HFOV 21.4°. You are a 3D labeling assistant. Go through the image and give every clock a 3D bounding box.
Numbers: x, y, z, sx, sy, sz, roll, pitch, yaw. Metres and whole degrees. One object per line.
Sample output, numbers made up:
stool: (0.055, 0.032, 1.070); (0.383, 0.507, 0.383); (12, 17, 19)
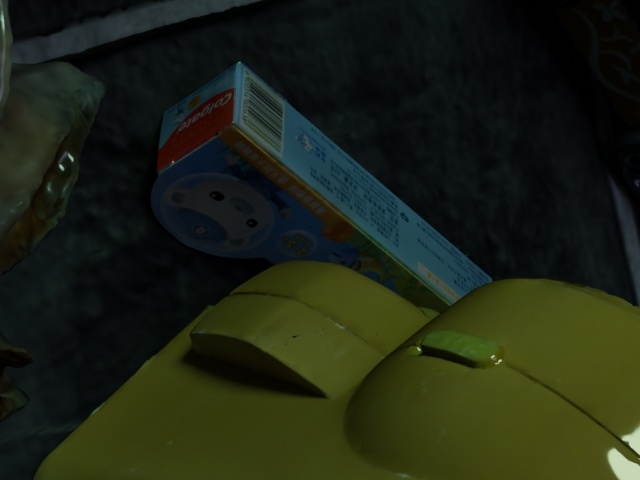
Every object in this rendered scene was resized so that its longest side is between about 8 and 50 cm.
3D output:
clock: (0.064, 0.140, 0.685); (0.200, 0.317, 0.244); (-42, 115, -26)

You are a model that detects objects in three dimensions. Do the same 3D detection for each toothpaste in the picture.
toothpaste: (0.000, 0.000, 0.811); (0.193, 0.070, 0.044); (39, 35, -33)

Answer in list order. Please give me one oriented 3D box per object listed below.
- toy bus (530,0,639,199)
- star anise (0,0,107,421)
toy bus: (0.224, -0.156, 0.911); (0.162, 0.194, 0.323); (-51, 120, -29)
star anise: (-0.182, 0.020, 0.533); (0.331, 0.118, 0.331); (-57, 162, -31)
